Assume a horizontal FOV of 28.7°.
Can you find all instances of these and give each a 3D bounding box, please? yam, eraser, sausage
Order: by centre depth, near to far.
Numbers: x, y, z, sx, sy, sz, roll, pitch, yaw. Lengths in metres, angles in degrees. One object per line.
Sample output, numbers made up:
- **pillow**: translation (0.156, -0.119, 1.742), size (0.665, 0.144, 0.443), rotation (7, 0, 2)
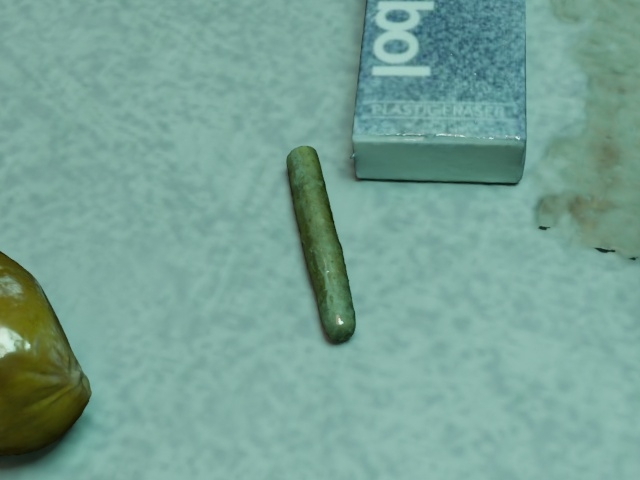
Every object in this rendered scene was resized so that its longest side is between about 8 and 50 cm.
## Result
- **sausage**: translation (-0.222, 0.011, 0.623), size (0.270, 0.109, 0.109), rotation (36, 69, 24)
- **yam**: translation (0.000, 0.000, 0.651), size (0.021, 0.021, 0.116), rotation (-11, 58, -1)
- **eraser**: translation (0.072, -0.130, 0.706), size (0.091, 0.046, 0.213), rotation (3, 59, 7)
